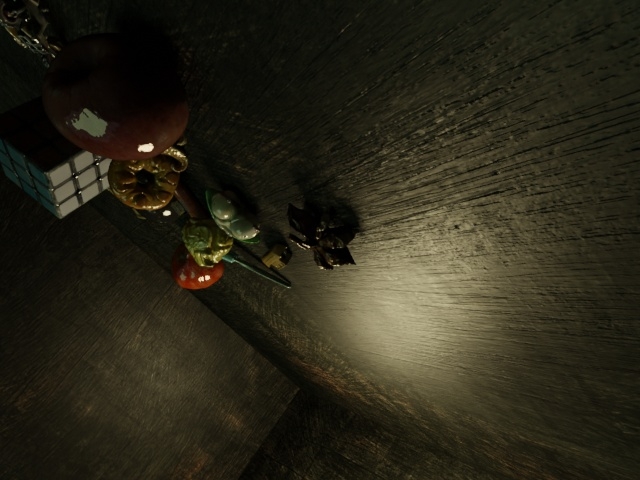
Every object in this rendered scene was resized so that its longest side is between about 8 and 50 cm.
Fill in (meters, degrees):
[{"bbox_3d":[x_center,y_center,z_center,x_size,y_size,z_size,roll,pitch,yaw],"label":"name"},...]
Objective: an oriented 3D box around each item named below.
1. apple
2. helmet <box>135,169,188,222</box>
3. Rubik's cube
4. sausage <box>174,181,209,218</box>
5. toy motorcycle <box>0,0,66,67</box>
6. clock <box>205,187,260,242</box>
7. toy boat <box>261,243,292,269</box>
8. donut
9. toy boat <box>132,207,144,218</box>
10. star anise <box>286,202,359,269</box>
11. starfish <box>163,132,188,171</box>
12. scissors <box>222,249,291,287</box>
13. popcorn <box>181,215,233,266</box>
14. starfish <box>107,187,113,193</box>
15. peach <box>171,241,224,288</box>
[{"bbox_3d":[-0.457,-0.319,0.970,0.305,0.306,0.235,26,164,26],"label":"apple"},{"bbox_3d":[-0.644,-0.153,1.664,0.230,0.160,0.279,29,153,16],"label":"helmet"},{"bbox_3d":[-0.998,-0.327,1.621,0.305,0.304,0.301,38,143,6],"label":"Rubik's cube"},{"bbox_3d":[-0.471,-0.100,1.640,0.053,0.053,0.348,17,148,39],"label":"sausage"},{"bbox_3d":[-0.778,-0.584,1.166,0.093,0.130,0.229,10,163,12],"label":"toy motorcycle"},{"bbox_3d":[-0.272,-0.078,1.340,0.231,0.103,0.144,45,154,-18],"label":"clock"},{"bbox_3d":[-0.151,0.061,1.472,0.077,0.057,0.200,37,157,-11],"label":"toy boat"},{"bbox_3d":[-0.593,-0.211,1.419,0.113,0.226,0.227,24,154,48],"label":"donut"},{"bbox_3d":[-0.782,-0.156,1.908,0.188,0.116,0.061,8,137,45],"label":"toy boat"},{"bbox_3d":[0.002,-0.001,1.099,0.212,0.111,0.196,24,160,15],"label":"star anise"},{"bbox_3d":[-0.521,-0.310,1.228,0.311,0.113,0.303,23,178,14],"label":"starfish"},{"bbox_3d":[-0.316,0.088,1.716,0.446,0.029,0.192,26,-169,8],"label":"scissors"},{"bbox_3d":[-0.415,-0.009,1.575,0.187,0.185,0.167,28,132,43],"label":"popcorn"},{"bbox_3d":[-1.064,-0.384,1.945,0.431,0.082,0.324,32,145,11],"label":"starfish"},{"bbox_3d":[-0.562,0.101,1.926,0.232,0.232,0.257,36,154,6],"label":"peach"}]
